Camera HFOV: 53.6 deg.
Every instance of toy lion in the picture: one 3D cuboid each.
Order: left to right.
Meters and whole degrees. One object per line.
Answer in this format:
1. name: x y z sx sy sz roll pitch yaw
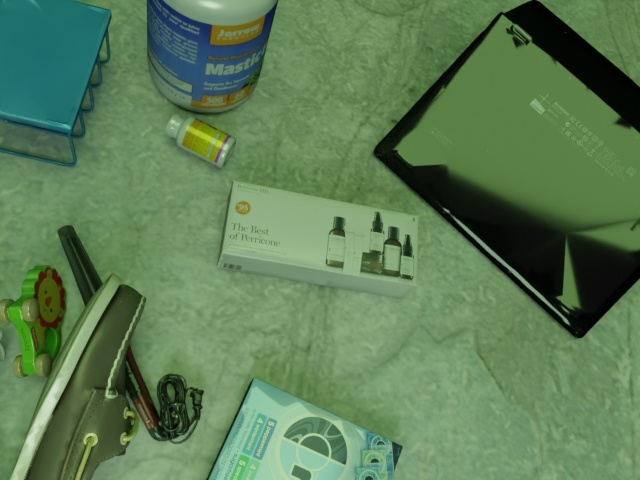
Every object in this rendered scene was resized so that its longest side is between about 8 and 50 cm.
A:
1. toy lion: -0.292 0.080 0.664 0.034 0.096 0.100 -3 108 4

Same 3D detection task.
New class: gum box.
1. gum box: -0.023 0.259 0.680 0.184 0.041 0.157 25 64 -3

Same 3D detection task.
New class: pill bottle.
1. pill bottle: -0.152 -0.129 0.804 0.083 0.043 0.043 27 64 -4
2. pill bottle: -0.127 -0.285 0.748 0.152 0.272 0.152 5 67 -13

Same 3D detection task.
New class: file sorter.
1. file sorter: -0.326 -0.190 0.749 0.118 0.104 0.170 13 66 -10

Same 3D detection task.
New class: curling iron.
1. curling iron: -0.216 0.100 0.698 0.068 0.035 0.274 -31 79 -28

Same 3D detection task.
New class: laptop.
1. laptop: 0.357 -0.140 0.961 0.382 0.236 0.408 43 93 5

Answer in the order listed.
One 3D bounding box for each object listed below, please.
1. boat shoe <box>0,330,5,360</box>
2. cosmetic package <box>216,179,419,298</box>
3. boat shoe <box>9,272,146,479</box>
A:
1. boat shoe: -0.365 0.107 0.613 0.105 0.113 0.306 0 71 -22
2. cosmetic package: 0.000 0.000 0.783 0.239 0.060 0.099 10 65 -11
3. boat shoe: -0.234 0.194 0.606 0.097 0.116 0.324 24 71 -15
